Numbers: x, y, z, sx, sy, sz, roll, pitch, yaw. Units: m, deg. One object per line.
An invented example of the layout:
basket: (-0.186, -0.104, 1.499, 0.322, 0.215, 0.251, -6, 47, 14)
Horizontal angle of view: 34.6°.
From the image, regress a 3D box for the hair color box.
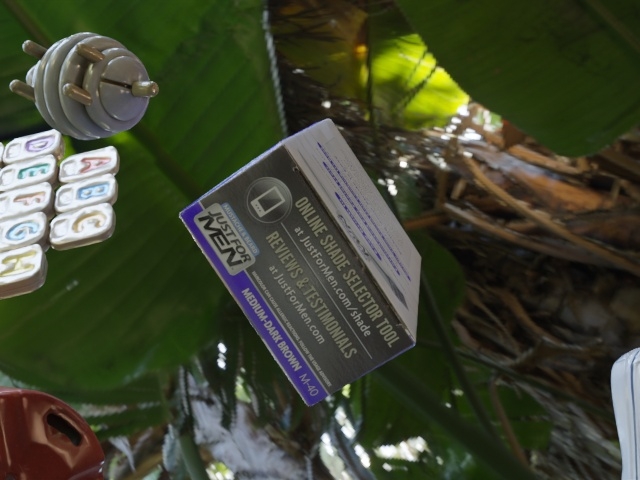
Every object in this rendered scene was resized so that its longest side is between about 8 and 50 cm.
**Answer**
hair color box: (0.000, 0.000, 0.930, 0.110, 0.339, 0.185, -33, -86, 9)

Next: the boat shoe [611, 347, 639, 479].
boat shoe: (0.274, 0.186, 0.772, 0.083, 0.076, 0.226, 1, -110, -30)

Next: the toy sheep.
toy sheep: (-0.178, -0.119, 0.792, 0.091, 0.132, 0.091, -24, -59, -48)

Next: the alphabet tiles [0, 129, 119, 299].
alphabet tiles: (-0.359, -0.029, 1.125, 0.278, 0.284, 0.021, -12, -52, 1)

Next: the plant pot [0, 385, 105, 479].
plant pot: (-0.344, 0.228, 0.883, 0.272, 0.265, 0.272, 14, -106, -56)
